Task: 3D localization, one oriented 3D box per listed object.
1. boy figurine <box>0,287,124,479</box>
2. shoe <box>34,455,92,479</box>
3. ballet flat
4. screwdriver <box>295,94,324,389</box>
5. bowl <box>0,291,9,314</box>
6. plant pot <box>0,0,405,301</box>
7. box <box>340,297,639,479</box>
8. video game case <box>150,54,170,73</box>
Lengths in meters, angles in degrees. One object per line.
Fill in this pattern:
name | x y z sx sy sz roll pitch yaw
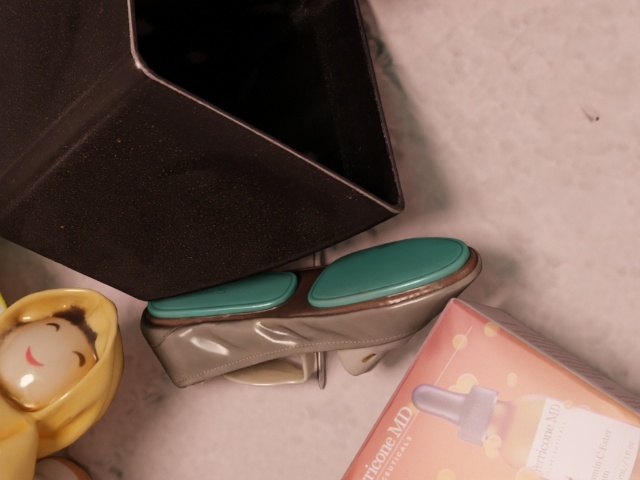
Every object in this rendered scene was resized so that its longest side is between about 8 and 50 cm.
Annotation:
boy figurine | -0.215 0.103 0.916 0.177 0.285 0.092 44 137 37
shoe | -0.183 0.234 1.042 0.076 0.058 0.219 16 90 22
ballet flat | 0.000 0.045 0.988 0.213 0.072 0.068 -9 116 28
screwdriver | 0.000 0.000 1.022 0.025 0.024 0.170 -12 80 48
bowl | -0.326 0.067 1.046 0.289 0.289 0.156 -52 28 8
plant pot | -0.089 -0.075 0.965 0.167 0.188 0.187 -37 45 30
box | 0.116 0.129 0.927 0.170 0.091 0.130 32 96 20
video game case | -0.211 -0.119 1.112 0.212 0.023 0.193 -43 72 11
